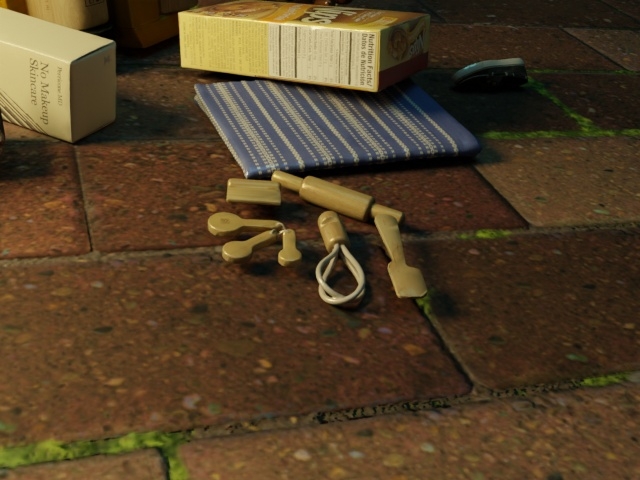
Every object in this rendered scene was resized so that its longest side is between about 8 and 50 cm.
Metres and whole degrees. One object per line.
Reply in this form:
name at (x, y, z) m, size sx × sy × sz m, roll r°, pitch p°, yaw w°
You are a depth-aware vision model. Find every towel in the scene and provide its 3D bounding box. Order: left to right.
towel at (0.020, -0.158, 1.134) m, size 0.336 × 0.040 × 0.243 m, roll -8°, pitch 37°, yaw -23°

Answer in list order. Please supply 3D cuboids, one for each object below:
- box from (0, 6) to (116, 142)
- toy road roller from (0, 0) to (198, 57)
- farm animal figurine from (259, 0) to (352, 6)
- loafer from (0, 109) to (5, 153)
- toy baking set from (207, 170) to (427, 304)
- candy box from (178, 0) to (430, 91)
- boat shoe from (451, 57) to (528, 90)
box at (-0.394, -0.220, 1.048) m, size 0.275 × 0.113 × 0.094 m, roll 18°, pitch 33°, yaw 17°
toy road roller at (-0.363, -0.399, 1.271) m, size 0.241 × 0.202 × 0.329 m, roll 12°, pitch 30°, yaw 26°
farm animal figurine at (-0.089, -0.520, 1.526) m, size 0.330 × 0.172 × 0.326 m, roll 35°, pitch 16°, yaw -29°
loafer at (-0.478, -0.106, 0.818) m, size 0.366 × 0.133 × 0.130 m, roll -20°, pitch 41°, yaw -38°
toy baking set at (0.001, -0.004, 0.881) m, size 0.256 × 0.030 × 0.196 m, roll 18°, pitch 35°, yaw 14°
candy box at (-0.022, -0.287, 1.213) m, size 0.317 × 0.087 × 0.183 m, roll 11°, pitch 25°, yaw 25°
boat shoe at (0.276, -0.263, 1.351) m, size 0.142 × 0.049 × 0.040 m, roll -14°, pitch 77°, yaw -25°
